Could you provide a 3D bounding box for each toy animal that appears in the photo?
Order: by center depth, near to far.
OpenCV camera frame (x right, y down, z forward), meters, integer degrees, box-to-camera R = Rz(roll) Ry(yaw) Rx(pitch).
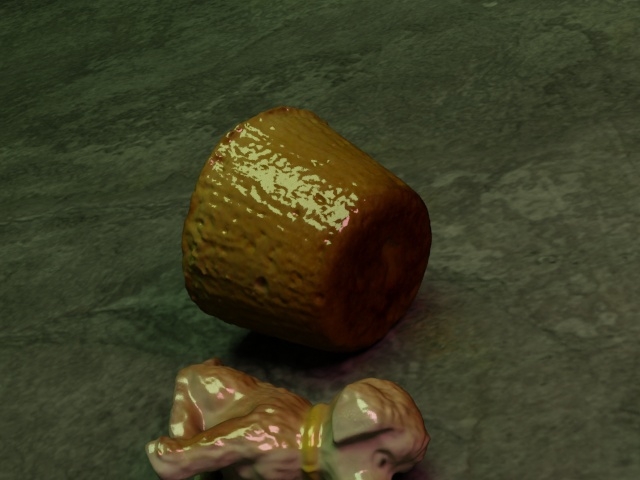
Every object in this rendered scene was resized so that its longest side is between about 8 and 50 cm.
[{"bbox_3d":[-0.013,0.124,0.953,0.185,0.104,0.184,-15,29,13],"label":"toy animal"}]

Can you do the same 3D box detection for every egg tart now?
[{"bbox_3d":[0.000,0.000,1.095,0.147,0.202,0.202,24,47,35],"label":"egg tart"}]
